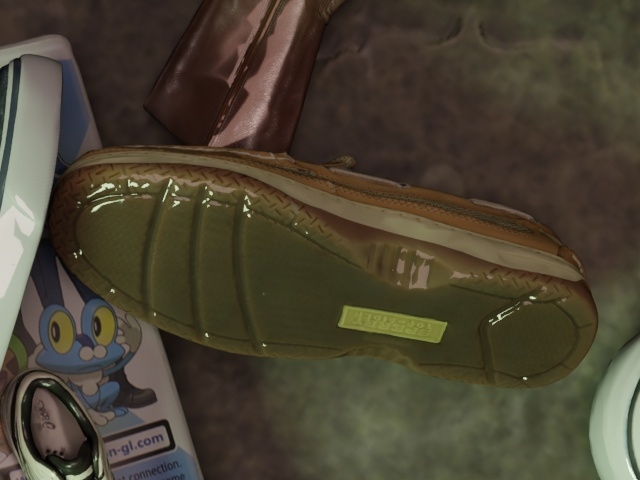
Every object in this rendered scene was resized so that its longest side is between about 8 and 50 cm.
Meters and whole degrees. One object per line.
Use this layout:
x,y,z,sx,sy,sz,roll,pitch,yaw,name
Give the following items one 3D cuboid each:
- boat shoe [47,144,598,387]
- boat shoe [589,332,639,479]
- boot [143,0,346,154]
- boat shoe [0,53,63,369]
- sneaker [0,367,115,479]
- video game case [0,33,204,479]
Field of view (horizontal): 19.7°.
0.000,0.000,0.632,0.190,0.072,0.068,16,125,-15,boat shoe
0.255,0.113,0.615,0.335,0.119,0.121,25,86,-2,boat shoe
0.003,-0.070,0.651,0.106,0.037,0.114,21,82,11,boot
-0.137,0.020,0.569,0.083,0.065,0.183,16,78,-11,boat shoe
-0.079,0.080,0.586,0.032,0.037,0.083,-27,88,-18,sneaker
-0.198,0.113,0.592,0.329,0.036,0.300,-16,84,-15,video game case
